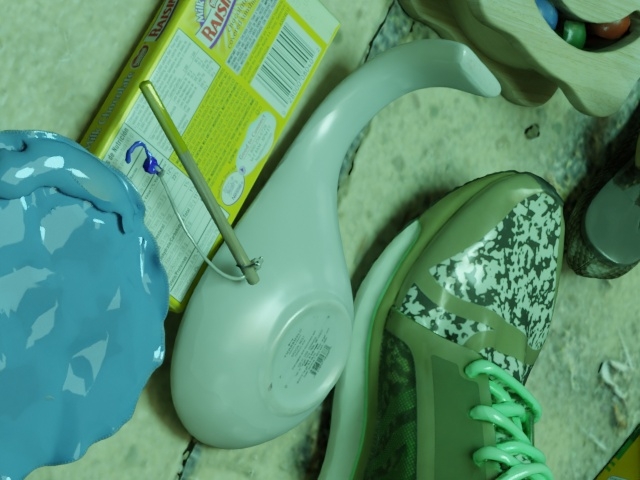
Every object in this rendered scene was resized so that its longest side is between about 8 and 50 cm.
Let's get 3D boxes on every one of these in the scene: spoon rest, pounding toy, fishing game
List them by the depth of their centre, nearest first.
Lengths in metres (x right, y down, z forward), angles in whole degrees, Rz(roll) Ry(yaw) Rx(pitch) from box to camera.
[{"bbox_3d":[-0.164,0.034,0.888,0.264,0.041,0.189,-43,120,-17],"label":"fishing game"},{"bbox_3d":[0.000,0.000,1.024,0.276,0.084,0.137,-57,141,-7],"label":"spoon rest"},{"bbox_3d":[0.189,-0.163,1.118,0.269,0.155,0.154,34,77,-40],"label":"pounding toy"}]

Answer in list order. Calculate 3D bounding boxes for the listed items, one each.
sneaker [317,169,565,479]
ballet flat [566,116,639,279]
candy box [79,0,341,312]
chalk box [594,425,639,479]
[{"bbox_3d":[0.094,0.154,1.050,0.158,0.182,0.410,32,74,-42],"label":"sneaker"},{"bbox_3d":[0.250,-0.052,1.264,0.084,0.058,0.250,42,55,1],"label":"ballet flat"},{"bbox_3d":[-0.069,-0.073,0.977,0.105,0.027,0.206,42,68,-36],"label":"candy box"},{"bbox_3d":[0.303,0.310,1.270,0.179,0.180,0.289,-44,124,-30],"label":"chalk box"}]
